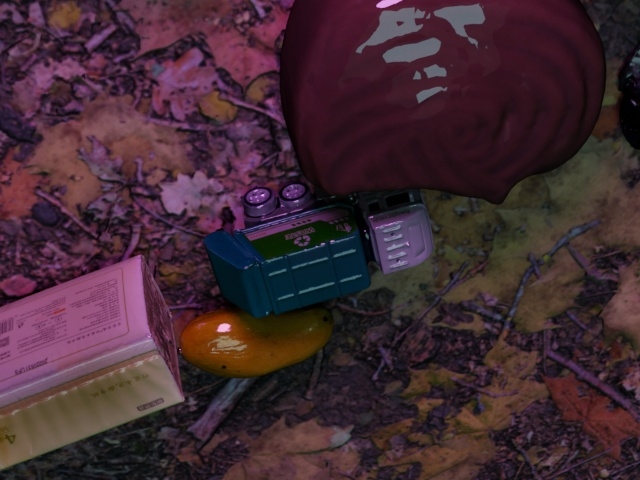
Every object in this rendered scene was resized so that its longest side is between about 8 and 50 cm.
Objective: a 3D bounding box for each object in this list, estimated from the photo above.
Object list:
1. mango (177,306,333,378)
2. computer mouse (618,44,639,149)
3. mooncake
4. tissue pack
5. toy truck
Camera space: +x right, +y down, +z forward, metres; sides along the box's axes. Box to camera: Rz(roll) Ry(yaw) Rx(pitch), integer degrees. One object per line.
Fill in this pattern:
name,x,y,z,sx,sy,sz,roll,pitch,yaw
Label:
mango,-0.078,0.119,1.548,0.190,0.075,0.098,-6,132,-17
computer mouse,0.434,-0.187,1.450,0.146,0.077,0.242,24,116,-29
mooncake,0.113,-0.163,1.334,0.334,0.174,0.326,-43,125,16
tissue pack,-0.283,0.135,1.456,0.234,0.159,0.125,-21,127,2
toy truck,0.000,0.000,1.454,0.253,0.124,0.114,-15,129,0
